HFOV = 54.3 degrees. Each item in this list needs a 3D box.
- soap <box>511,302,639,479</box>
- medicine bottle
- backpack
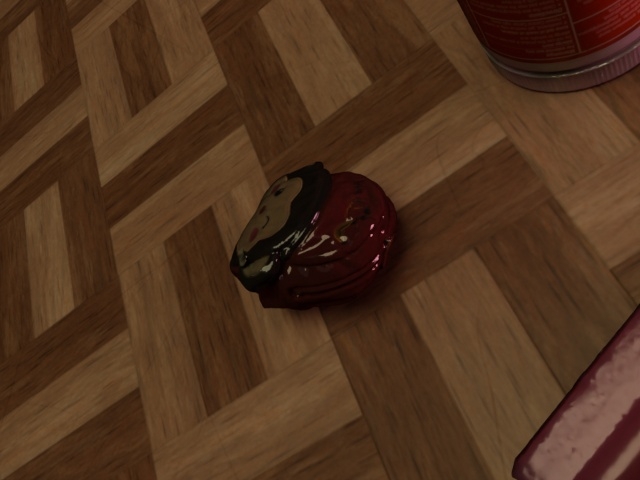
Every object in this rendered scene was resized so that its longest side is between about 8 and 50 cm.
[{"bbox_3d":[0.368,0.138,0.518,0.359,0.128,0.233,-52,50,2],"label":"soap"},{"bbox_3d":[0.277,-0.342,0.727,0.252,0.241,0.252,-13,62,27],"label":"medicine bottle"},{"bbox_3d":[-0.001,-0.002,0.824,0.229,0.139,0.229,-22,40,19],"label":"backpack"}]
